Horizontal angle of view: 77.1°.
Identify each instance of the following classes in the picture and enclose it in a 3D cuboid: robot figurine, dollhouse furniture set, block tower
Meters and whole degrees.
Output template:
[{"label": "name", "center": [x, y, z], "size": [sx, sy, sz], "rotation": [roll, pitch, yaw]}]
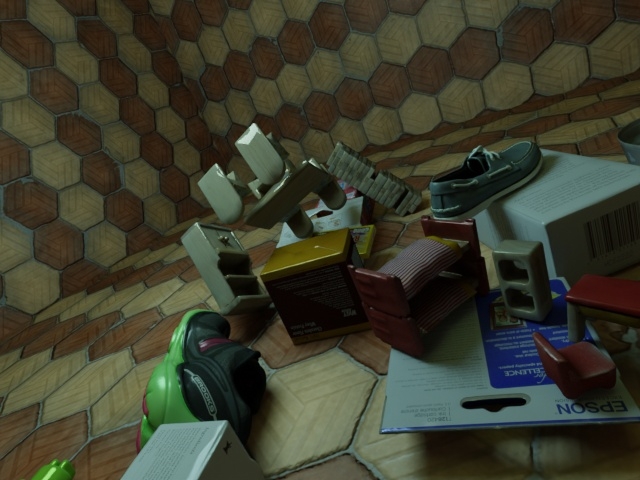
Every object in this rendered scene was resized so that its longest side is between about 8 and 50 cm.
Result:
[{"label": "robot figurine", "center": [-0.499, 0.456, 0.722], "size": [0.101, 0.067, 0.115], "rotation": [-4, 24, 13]}, {"label": "dollhouse furniture set", "center": [-0.130, -0.027, 1.036], "size": [0.394, 0.256, 0.362], "rotation": [-41, -20, 15]}, {"label": "block tower", "center": [0.180, -0.205, 1.368], "size": [0.091, 0.335, 0.097], "rotation": [-57, 4, 26]}, {"label": "dollhouse furniture set", "center": [0.245, 0.078, 0.583], "size": [0.201, 0.152, 0.374], "rotation": [-32, 22, -28]}]

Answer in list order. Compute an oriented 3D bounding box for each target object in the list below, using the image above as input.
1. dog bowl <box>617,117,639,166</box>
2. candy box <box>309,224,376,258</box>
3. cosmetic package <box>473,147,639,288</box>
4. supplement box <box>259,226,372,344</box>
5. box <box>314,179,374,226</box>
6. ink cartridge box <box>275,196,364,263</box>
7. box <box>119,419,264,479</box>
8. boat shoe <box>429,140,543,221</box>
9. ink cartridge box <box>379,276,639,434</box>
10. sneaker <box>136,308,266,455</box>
[{"label": "dog bowl", "center": [0.925, -0.245, 0.954], "size": [0.348, 0.102, 0.349], "rotation": [-20, 21, 8]}, {"label": "candy box", "center": [0.051, 0.011, 1.132], "size": [0.206, 0.027, 0.105], "rotation": [-7, 48, 31]}, {"label": "cosmetic package", "center": [0.482, -0.079, 0.908], "size": [0.230, 0.161, 0.453], "rotation": [-24, 20, 3]}, {"label": "supplement box", "center": [0.001, 0.104, 0.905], "size": [0.191, 0.194, 0.129], "rotation": [-16, 21, 17]}, {"label": "box", "center": [0.097, -0.127, 1.474], "size": [0.154, 0.142, 0.300], "rotation": [-16, 21, 18]}, {"label": "ink cartridge box", "center": [0.000, 0.000, 1.258], "size": [0.296, 0.066, 0.261], "rotation": [-13, 40, 25]}, {"label": "box", "center": [-0.153, 0.346, 0.467], "size": [0.119, 0.181, 0.182], "rotation": [-14, 21, 23]}, {"label": "boat shoe", "center": [0.353, -0.148, 0.851], "size": [0.319, 0.099, 0.116], "rotation": [-34, 20, -19]}, {"label": "ink cartridge box", "center": [0.258, 0.184, 0.623], "size": [0.303, 0.072, 0.307], "rotation": [-13, 23, 21]}, {"label": "sneaker", "center": [-0.214, 0.274, 0.799], "size": [0.202, 0.185, 0.483], "rotation": [13, 6, -12]}]
